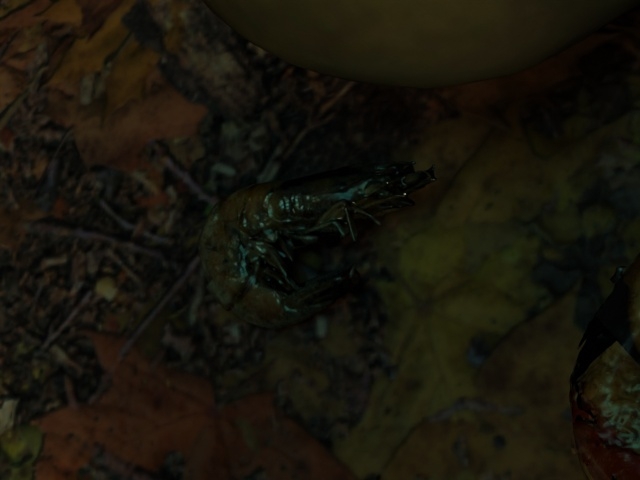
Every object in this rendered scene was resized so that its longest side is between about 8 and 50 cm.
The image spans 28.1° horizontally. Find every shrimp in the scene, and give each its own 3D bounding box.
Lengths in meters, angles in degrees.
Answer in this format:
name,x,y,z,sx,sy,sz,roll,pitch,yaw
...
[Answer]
name,x,y,z,sx,sy,sz,roll,pitch,yaw
shrimp,0.000,0.000,0.742,0.161,0.034,0.091,-18,75,26

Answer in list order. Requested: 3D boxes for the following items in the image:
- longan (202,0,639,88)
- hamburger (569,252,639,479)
name,x,y,z,sx,sy,sz,roll,pitch,yaw
longan,0.077,-0.229,0.653,0.350,0.288,0.288,-24,61,6
hamburger,0.226,0.079,0.555,0.231,0.107,0.231,-11,61,21
